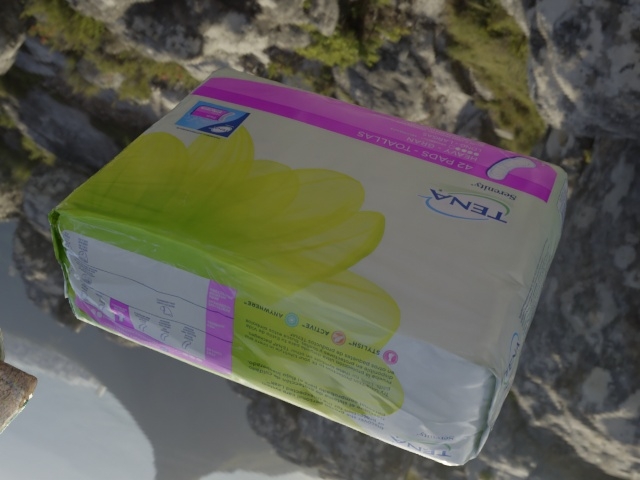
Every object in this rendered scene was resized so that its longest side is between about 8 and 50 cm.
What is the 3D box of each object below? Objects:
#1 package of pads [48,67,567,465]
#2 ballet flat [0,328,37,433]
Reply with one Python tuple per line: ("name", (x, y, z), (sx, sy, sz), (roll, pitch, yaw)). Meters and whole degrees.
("package of pads", (0.000, 0.000, 0.557), (0.297, 0.229, 0.101), (18, 131, 15))
("ballet flat", (-0.291, -0.004, 0.529), (0.316, 0.106, 0.107), (59, 158, -8))
